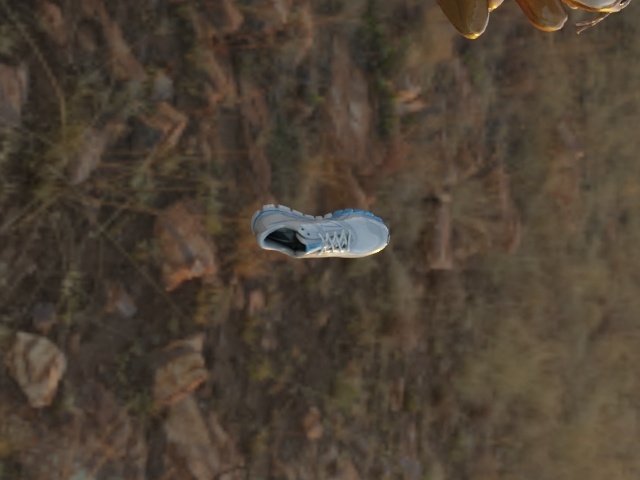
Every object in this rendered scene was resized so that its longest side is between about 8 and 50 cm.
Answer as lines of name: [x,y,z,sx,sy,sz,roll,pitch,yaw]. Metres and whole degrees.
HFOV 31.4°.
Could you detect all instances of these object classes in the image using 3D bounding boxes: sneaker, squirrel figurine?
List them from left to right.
sneaker: [0.000,0.000,1.539,0.083,0.190,0.071,-95,-173,-67]
squirrel figurine: [0.372,-0.536,2.022,0.370,0.397,0.281,-1,128,-34]
